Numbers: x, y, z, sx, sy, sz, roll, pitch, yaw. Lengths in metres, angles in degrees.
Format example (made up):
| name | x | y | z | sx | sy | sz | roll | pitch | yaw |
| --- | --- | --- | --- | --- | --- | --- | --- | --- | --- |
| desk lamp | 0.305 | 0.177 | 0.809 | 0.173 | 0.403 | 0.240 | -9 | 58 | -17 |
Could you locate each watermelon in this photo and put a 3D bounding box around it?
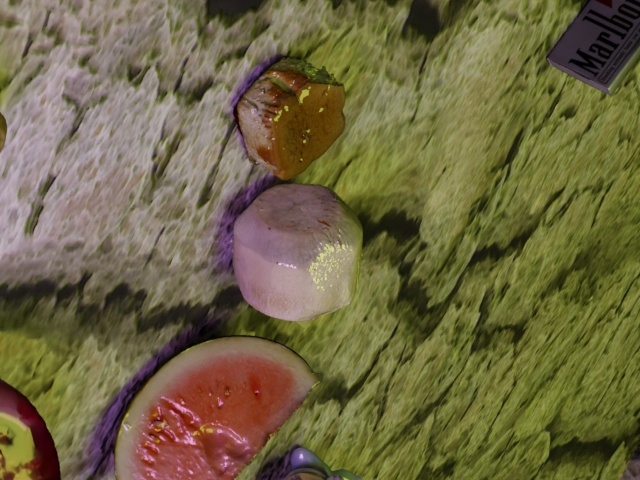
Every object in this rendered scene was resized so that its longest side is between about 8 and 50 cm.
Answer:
| name | x | y | z | sx | sy | sz | roll | pitch | yaw |
| --- | --- | --- | --- | --- | --- | --- | --- | --- | --- |
| watermelon | -0.159 | 0.235 | 1.746 | 0.303 | 0.159 | 0.128 | -46 | 178 | -18 |

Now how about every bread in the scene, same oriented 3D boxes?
| name | x | y | z | sx | sy | sz | roll | pitch | yaw |
| --- | --- | --- | --- | --- | --- | --- | --- | --- | --- |
| bread | -0.031 | -0.145 | 1.618 | 0.128 | 0.069 | 0.140 | -45 | 149 | -21 |

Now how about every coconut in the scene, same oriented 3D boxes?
| name | x | y | z | sx | sy | sz | roll | pitch | yaw |
| --- | --- | --- | --- | --- | --- | --- | --- | --- | --- |
| coconut | -0.025 | 0.021 | 1.699 | 0.161 | 0.161 | 0.162 | -35 | 143 | -32 |

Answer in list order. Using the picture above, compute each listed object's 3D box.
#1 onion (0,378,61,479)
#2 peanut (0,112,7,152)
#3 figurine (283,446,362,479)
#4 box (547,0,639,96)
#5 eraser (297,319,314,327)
| name | x | y | z | sx | sy | sz | roll | pitch | yaw |
| --- | --- | --- | --- | --- | --- | --- | --- | --- | --- |
| onion | -0.395 | 0.235 | 1.384 | 0.272 | 0.195 | 0.272 | -5 | 106 | -18 |
| peanut | -0.325 | -0.128 | 1.211 | 0.089 | 0.089 | 0.193 | -42 | 151 | -23 |
| figurine | 0.000 | 0.409 | 2.088 | 0.128 | 0.209 | 0.184 | -21 | 169 | 12 |
| box | 0.433 | -0.309 | 2.075 | 0.177 | 0.115 | 0.036 | -52 | 148 | -5 |
| eraser | -0.008 | 0.064 | 1.890 | 0.105 | 0.026 | 0.065 | -54 | 147 | -5 |
